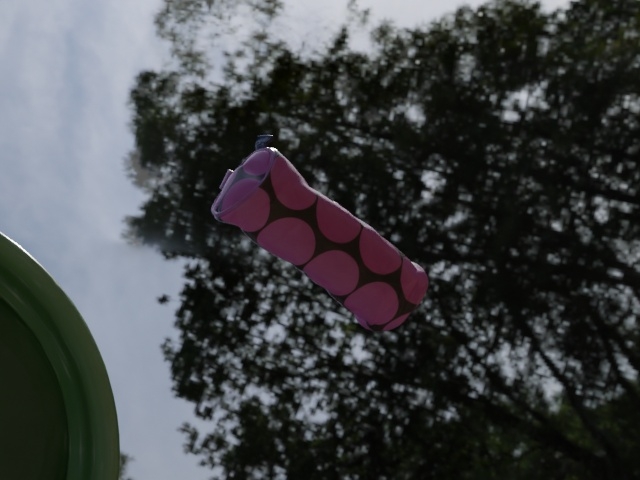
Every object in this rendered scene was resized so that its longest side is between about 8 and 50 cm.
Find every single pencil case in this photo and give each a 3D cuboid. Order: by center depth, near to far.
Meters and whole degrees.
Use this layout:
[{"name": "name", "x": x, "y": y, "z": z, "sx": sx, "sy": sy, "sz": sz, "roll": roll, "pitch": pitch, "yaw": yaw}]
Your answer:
[{"name": "pencil case", "x": 0.000, "y": 0.000, "z": 0.859, "sx": 0.209, "sy": 0.098, "sz": 0.095, "roll": 40, "pitch": -109, "yaw": -22}]

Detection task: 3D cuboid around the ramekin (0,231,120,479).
[{"name": "ramekin", "x": -0.273, "y": 0.127, "z": 0.554, "sx": 0.148, "sy": 0.303, "sz": 0.303, "roll": 144, "pitch": 147, "yaw": -78}]
